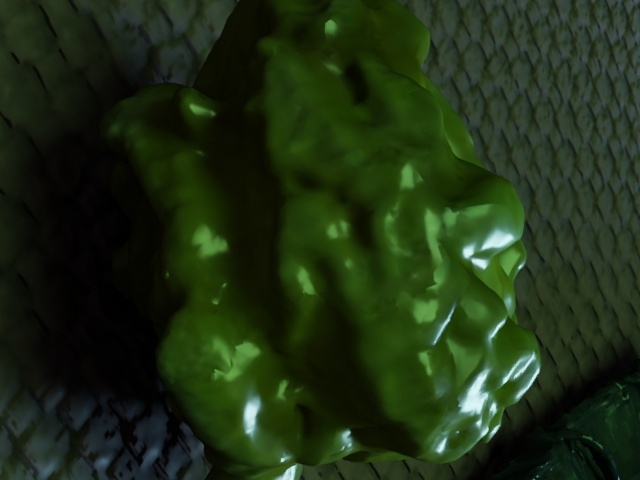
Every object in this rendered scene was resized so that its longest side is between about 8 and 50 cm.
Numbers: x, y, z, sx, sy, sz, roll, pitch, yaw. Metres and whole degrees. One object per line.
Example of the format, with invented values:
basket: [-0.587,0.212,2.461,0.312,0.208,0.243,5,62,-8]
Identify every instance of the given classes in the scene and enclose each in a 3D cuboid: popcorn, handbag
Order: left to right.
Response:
popcorn: [-0.005,0.000,0.501,0.197,0.155,0.197,-14,90,-83]
handbag: [0.170,0.164,0.751,0.270,0.088,0.175,-27,96,-50]
